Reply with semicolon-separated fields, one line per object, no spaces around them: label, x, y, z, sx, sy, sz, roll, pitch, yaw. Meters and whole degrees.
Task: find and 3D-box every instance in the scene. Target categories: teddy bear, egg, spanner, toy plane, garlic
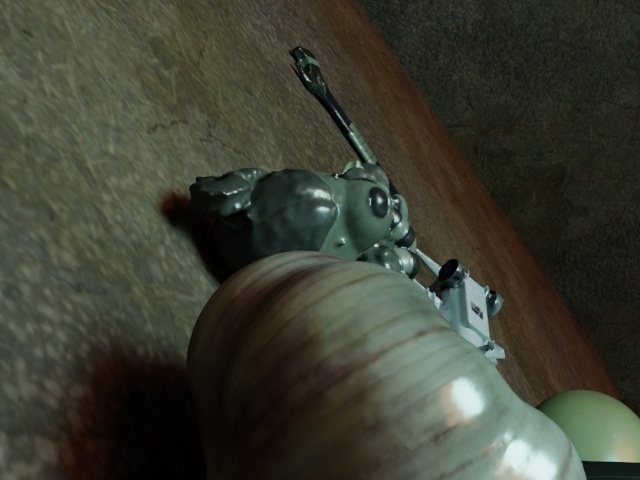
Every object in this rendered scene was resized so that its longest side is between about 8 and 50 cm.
teddy bear;0.008;0.012;0.722;0.251;0.144;0.171;-6;80;-69
egg;0.352;0.303;1.113;0.186;0.186;0.241;56;23;-11
spanner;0.046;-0.174;1.353;0.316;0.024;0.087;55;19;-18
toy plane;0.182;0.104;1.118;0.251;0.101;0.255;39;23;-21
garlic;-0.016;0.133;0.425;0.253;0.245;0.245;-21;79;-36

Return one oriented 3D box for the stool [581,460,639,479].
stool;0.336;0.361;0.928;0.232;0.232;0.141;57;15;-7
